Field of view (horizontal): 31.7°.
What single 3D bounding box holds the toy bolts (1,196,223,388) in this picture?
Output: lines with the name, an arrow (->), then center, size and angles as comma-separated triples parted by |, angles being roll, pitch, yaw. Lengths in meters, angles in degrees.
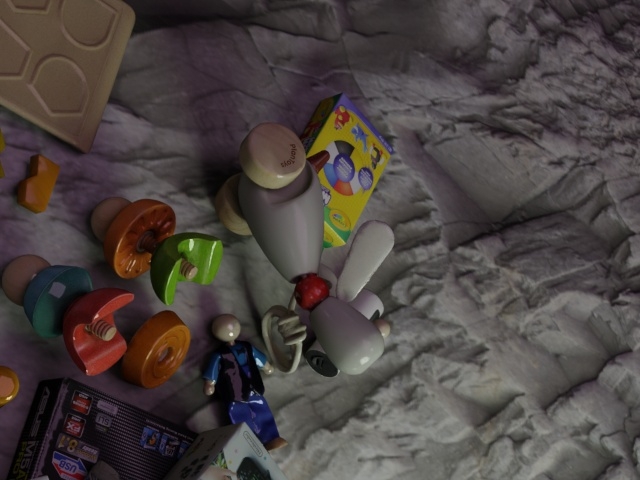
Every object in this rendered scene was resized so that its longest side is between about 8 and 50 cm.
toy bolts -> -0.257, 0.067, 1.317 | 0.228, 0.158, 0.218 | -26, 139, -53

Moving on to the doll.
doll -> -0.100, 0.186, 1.464 | 0.129, 0.046, 0.189 | -20, 92, -50

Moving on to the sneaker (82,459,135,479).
sneaker -> -0.218, 0.282, 1.194 | 0.058, 0.135, 0.052 | -38, 117, -28

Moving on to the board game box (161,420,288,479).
board game box -> -0.128, 0.387, 1.251 | 0.224, 0.097, 0.303 | 55, 45, -14

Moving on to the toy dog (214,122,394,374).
toy dog -> 0.000, 0.000, 1.465 | 0.161, 0.220, 0.333 | -23, 96, -32

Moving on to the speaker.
speaker -> 0.034, 0.130, 1.596 | 0.055, 0.055, 0.136 | 56, 49, -19

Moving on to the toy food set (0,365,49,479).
toy food set -> -0.347, 0.256, 1.164 | 0.111, 0.104, 0.232 | -12, 81, -27

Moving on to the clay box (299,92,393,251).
clay box -> 0.013, -0.090, 1.626 | 0.127, 0.053, 0.222 | 45, 53, -26

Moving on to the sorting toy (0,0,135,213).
sorting toy -> -0.347, -0.200, 1.327 | 0.229, 0.041, 0.307 | 34, 59, -38

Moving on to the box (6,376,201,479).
box -> -0.232, 0.305, 1.303 | 0.270, 0.060, 0.216 | 32, 60, -34
